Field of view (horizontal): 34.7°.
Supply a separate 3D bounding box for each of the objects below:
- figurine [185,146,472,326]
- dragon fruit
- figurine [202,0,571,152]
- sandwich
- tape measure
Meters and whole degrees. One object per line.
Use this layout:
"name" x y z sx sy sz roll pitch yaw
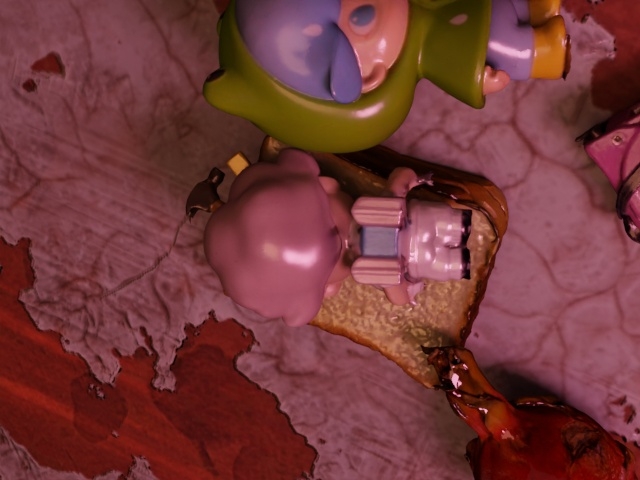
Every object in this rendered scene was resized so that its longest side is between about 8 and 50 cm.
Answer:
"figurine" 0.000 0.000 0.780 0.229 0.112 0.137 3 105 9
"dragon fruit" 0.168 0.170 0.832 0.246 0.125 0.125 44 149 -17
"figurine" 0.047 -0.142 0.754 0.264 0.162 0.143 -2 140 6
"sandwich" 0.036 0.008 0.862 0.215 0.065 0.186 20 114 12
"tape measure" 0.267 -0.053 0.752 0.125 0.074 0.118 -32 98 28
